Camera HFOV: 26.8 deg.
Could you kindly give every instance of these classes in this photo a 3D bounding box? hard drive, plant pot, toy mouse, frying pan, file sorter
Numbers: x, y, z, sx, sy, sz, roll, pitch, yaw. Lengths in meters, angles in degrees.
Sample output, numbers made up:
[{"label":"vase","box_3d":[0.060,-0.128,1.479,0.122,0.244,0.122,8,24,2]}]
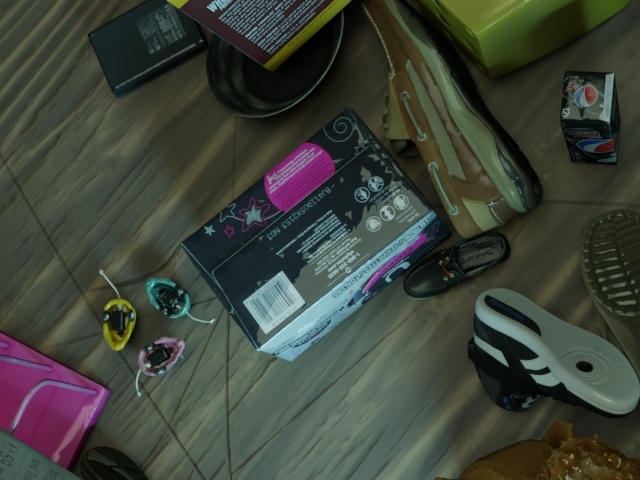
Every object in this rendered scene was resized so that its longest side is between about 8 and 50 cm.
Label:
[{"label":"hard drive","box_3d":[-0.219,-0.253,1.702,0.135,0.022,0.094,-27,73,8]},{"label":"plant pot","box_3d":[0.203,-0.309,1.498,0.187,0.212,0.212,-43,71,2]},{"label":"toy mouse","box_3d":[-0.190,0.104,1.615,0.143,0.031,0.161,-9,77,13]},{"label":"frying pan","box_3d":[-0.023,-0.293,1.622,0.197,0.053,0.326,23,85,37]},{"label":"file sorter","box_3d":[-0.444,0.196,1.584,0.290,0.182,0.202,25,85,18]}]

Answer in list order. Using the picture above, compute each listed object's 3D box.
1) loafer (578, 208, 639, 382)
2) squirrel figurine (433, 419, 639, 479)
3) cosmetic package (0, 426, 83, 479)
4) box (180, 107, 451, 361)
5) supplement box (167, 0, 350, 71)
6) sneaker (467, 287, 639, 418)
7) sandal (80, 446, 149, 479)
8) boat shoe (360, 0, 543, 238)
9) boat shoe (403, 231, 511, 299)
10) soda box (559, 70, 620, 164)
[{"label":"loafer","box_3d":[0.348,0.089,1.446,0.102,0.092,0.269,-15,58,3]},{"label":"squirrel figurine","box_3d":[0.280,0.317,1.274,0.281,0.397,0.370,-19,55,-22]},{"label":"cosmetic package","box_3d":[-0.283,0.452,1.324,0.393,0.329,0.327,34,98,-8]},{"label":"box","box_3d":[0.000,0.000,1.529,0.247,0.142,0.163,-39,73,6]},{"label":"supplement box","box_3d":[-0.067,-0.330,1.515,0.191,0.194,0.129,-40,53,18]},{"label":"sneaker","box_3d":[0.248,0.150,1.439,0.079,0.121,0.217,-21,42,-31]},{"label":"sandal","box_3d":[-0.204,0.331,1.545,0.219,0.090,0.060,43,113,14]},{"label":"boat shoe","box_3d":[0.124,-0.145,1.538,0.120,0.122,0.324,-37,65,17]},{"label":"boat shoe","box_3d":[0.153,0.027,1.535,0.133,0.042,0.049,-24,75,10]},{"label":"soda box","box_3d":[0.295,-0.131,1.462,0.053,0.169,0.060,4,80,16]}]
